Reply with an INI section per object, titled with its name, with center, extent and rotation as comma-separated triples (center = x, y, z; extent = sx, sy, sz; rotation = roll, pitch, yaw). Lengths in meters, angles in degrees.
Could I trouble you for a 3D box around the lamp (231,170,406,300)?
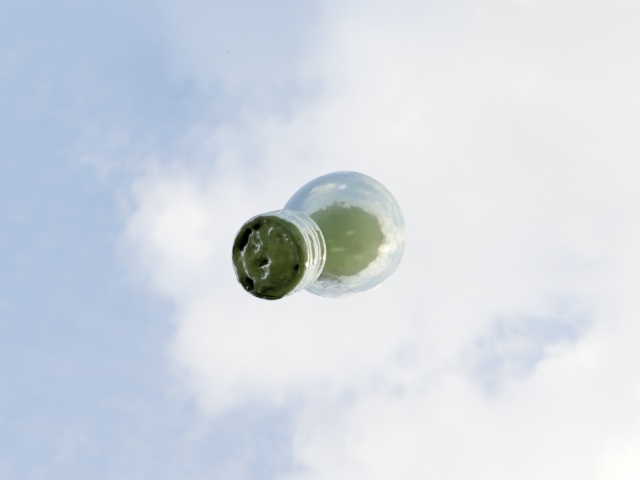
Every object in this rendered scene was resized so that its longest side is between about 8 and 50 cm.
[lamp]
center = 0.000, 0.000, 0.915
extent = 0.106, 0.193, 0.106
rotation = 2, -84, 22
